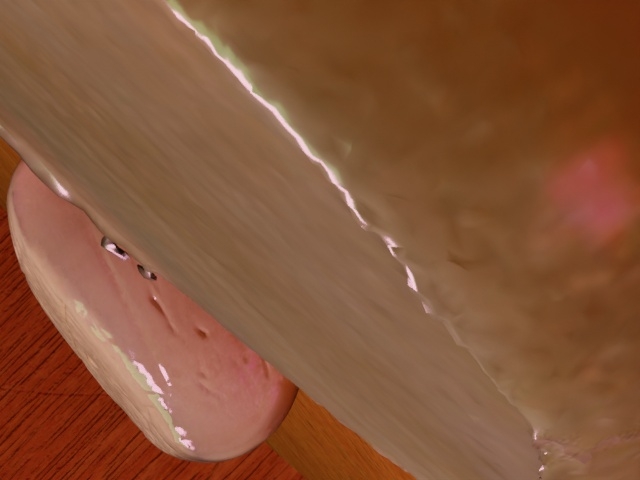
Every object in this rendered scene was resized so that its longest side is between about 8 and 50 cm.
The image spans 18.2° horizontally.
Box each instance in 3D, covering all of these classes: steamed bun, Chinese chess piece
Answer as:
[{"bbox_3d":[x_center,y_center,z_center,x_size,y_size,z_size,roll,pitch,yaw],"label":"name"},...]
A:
[{"bbox_3d":[-0.101,0.028,1.356,0.250,0.155,0.200,50,169,6],"label":"steamed bun"},{"bbox_3d":[-0.014,-0.082,0.489,0.349,0.146,0.349,42,170,9],"label":"Chinese chess piece"}]
